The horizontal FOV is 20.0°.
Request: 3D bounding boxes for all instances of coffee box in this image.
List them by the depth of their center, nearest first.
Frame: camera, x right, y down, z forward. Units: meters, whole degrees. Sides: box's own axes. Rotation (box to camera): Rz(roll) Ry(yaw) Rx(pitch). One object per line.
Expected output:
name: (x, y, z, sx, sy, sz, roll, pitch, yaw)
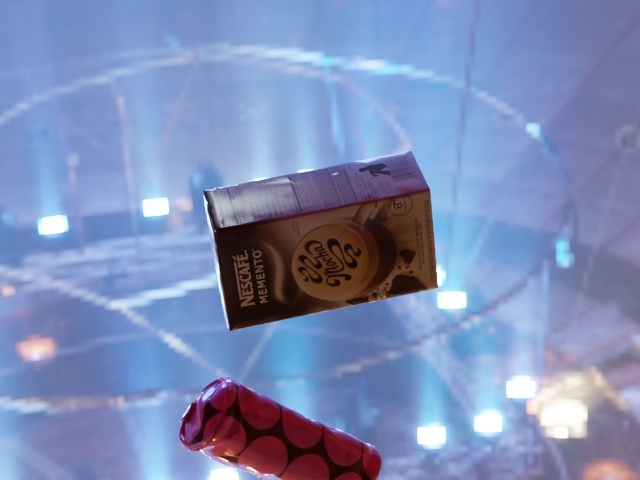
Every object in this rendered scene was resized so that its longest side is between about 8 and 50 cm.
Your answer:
coffee box: (0.000, 0.000, 2.484, 0.297, 0.168, 0.119, -12, -147, -6)

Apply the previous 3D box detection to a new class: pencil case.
pencil case: (-0.044, 0.209, 1.825, 0.209, 0.095, 0.098, 31, 171, -31)
